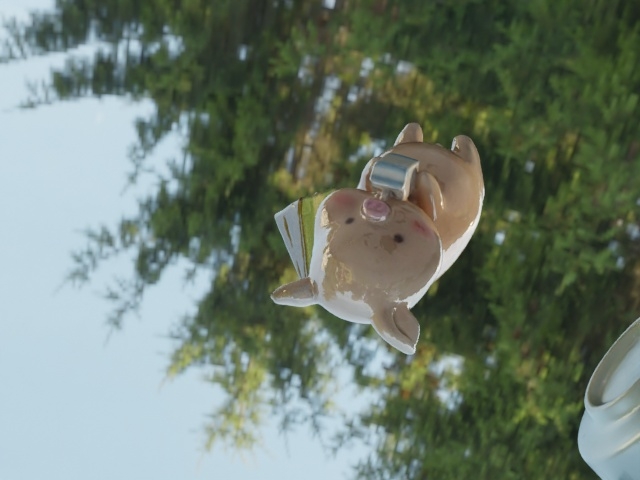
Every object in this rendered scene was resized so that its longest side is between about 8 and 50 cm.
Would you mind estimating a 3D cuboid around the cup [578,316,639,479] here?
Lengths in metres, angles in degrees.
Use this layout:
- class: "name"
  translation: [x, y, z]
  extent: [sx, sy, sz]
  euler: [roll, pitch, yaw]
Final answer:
- class: "cup"
  translation: [0.437, 0.190, 1.691]
  extent: [0.163, 0.347, 0.347]
  euler: [37, -137, -5]

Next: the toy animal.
- class: "toy animal"
  translation: [0.095, -0.009, 1.754]
  extent: [0.195, 0.213, 0.256]
  euler: [22, -150, 24]

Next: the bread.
- class: "bread"
  translation: [0.002, 0.005, 2.008]
  extent: [0.074, 0.084, 0.139]
  euler: [-18, -95, -33]
